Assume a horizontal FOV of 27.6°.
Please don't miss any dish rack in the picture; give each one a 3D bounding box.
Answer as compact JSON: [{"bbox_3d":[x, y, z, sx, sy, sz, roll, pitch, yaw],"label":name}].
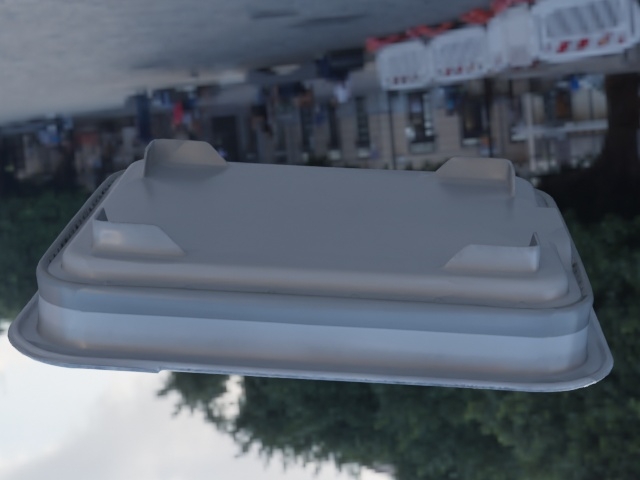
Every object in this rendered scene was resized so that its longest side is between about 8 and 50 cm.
[{"bbox_3d":[0.000,0.000,0.794,0.333,0.072,0.285,4,-163,2],"label":"dish rack"}]
